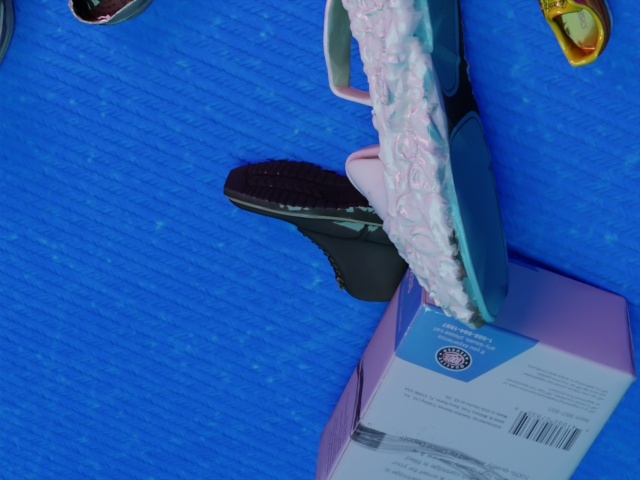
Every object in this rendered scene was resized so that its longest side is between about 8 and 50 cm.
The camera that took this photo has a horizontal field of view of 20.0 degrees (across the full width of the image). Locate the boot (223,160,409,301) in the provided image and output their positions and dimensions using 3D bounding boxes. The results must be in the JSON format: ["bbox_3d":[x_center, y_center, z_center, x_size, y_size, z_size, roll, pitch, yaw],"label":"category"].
[{"bbox_3d":[0.000,0.000,1.822,0.198,0.077,0.137,11,130,11],"label":"boot"}]

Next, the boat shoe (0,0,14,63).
[{"bbox_3d":[-0.349,-0.243,1.749,0.105,0.089,0.285,20,126,2],"label":"boat shoe"}]

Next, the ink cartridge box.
[{"bbox_3d":[0.148,0.170,1.835,0.223,0.129,0.307,19,126,-9],"label":"ink cartridge box"}]

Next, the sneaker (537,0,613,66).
[{"bbox_3d":[0.212,-0.235,1.604,0.064,0.067,0.175,-21,113,29],"label":"sneaker"}]

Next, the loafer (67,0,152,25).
[{"bbox_3d":[-0.152,-0.291,1.658,0.102,0.092,0.268,30,126,-4],"label":"loafer"}]

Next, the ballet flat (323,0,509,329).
[{"bbox_3d":[0.079,-0.119,1.660,0.147,0.147,0.408,-6,103,20],"label":"ballet flat"}]
